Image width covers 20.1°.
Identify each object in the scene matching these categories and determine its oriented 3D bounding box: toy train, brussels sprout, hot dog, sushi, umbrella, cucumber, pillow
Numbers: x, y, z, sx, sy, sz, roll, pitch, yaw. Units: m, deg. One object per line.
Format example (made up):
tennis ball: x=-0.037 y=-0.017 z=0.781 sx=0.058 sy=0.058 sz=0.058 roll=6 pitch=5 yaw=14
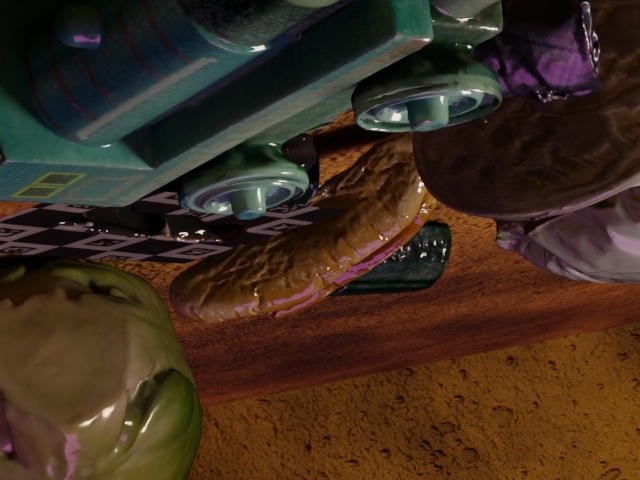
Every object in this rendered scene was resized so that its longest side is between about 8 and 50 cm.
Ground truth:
toy train: x=-0.049 y=-0.091 z=0.851 sx=0.194 sy=0.120 sz=0.298 roll=2 pitch=165 yaw=-35
brussels sprout: x=-0.246 y=0.154 z=1.583 sx=0.289 sy=0.281 sz=0.355 roll=-9 pitch=160 yaw=-16
hot dog: x=0.000 y=0.000 z=1.343 sx=0.242 sy=0.073 sz=0.084 roll=-33 pitch=171 yaw=10
sushi: x=-0.122 y=-0.031 z=1.207 sx=0.215 sy=0.050 sz=0.192 roll=5 pitch=165 yaw=-42
umbrella: x=0.045 y=-0.105 z=1.020 sx=0.224 sy=0.071 sz=0.080 roll=-7 pitch=131 yaw=5
cucumber: x=0.054 y=0.024 z=1.792 sx=0.115 sy=0.062 sz=0.116 roll=0 pitch=165 yaw=-33
pillow: x=0.333 y=-0.048 z=1.448 sx=0.310 sy=0.138 sz=0.283 roll=-3 pitch=168 yaw=-25

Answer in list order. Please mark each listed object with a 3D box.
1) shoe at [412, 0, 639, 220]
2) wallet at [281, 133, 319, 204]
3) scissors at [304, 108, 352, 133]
shoe: x=0.220 y=-0.093 z=1.137 sx=0.316 sy=0.124 sz=0.159 roll=-14 pitch=177 yaw=15
wallet: x=-0.070 y=-0.030 z=1.389 sx=0.149 sy=0.044 sz=0.250 roll=-14 pitch=170 yaw=-4
scissors: x=-0.014 y=-0.085 z=1.173 sx=0.204 sy=0.027 sz=0.101 roll=-14 pitch=171 yaw=28
